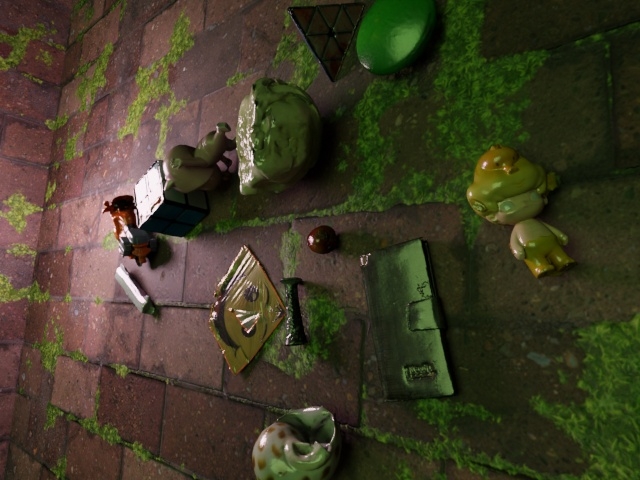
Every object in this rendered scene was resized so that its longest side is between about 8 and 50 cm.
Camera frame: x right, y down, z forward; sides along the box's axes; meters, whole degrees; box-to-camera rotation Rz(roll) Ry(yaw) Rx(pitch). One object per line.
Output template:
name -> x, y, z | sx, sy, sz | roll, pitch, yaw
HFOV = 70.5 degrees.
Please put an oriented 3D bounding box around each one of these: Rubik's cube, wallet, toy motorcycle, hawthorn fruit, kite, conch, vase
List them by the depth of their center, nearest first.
wallet -> 0.172, 0.163, 0.934 | 0.168, 0.044, 0.317 | -20, 70, 36
conch -> -0.059, 0.477, 1.008 | 0.274, 0.182, 0.149 | -10, 109, 42
hawthorn fruit -> 0.002, -0.001, 1.101 | 0.077, 0.077, 0.077 | -10, 75, 40
vase -> -0.068, 0.177, 1.137 | 0.059, 0.059, 0.167 | -20, 69, 38
Rubik's cube -> -0.010, -0.526, 1.227 | 0.178, 0.211, 0.191 | -145, 49, -62
kite -> -0.213, 0.194, 1.291 | 0.327, 0.013, 0.378 | -3, 78, 41
Rubik's cube -> -0.500, -0.137, 1.509 | 0.183, 0.167, 0.180 | -36, 58, 30
toy motorcycle -> -0.727, -0.049, 1.724 | 0.325, 0.147, 0.222 | 38, 129, 41

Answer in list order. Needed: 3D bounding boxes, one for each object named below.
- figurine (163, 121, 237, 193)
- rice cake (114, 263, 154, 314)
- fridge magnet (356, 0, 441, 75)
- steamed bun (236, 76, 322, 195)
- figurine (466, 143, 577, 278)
figurine -> -0.344, -0.237, 1.369 | 0.287, 0.186, 0.176 | -36, 28, 14
rice cake -> -0.697, 0.177, 1.701 | 0.290, 0.051, 0.081 | 33, 113, 39
fridge magnet -> 0.172, -0.476, 1.031 | 0.208, 0.088, 0.208 | -11, 73, 40
steamed bun -> -0.099, -0.260, 1.170 | 0.280, 0.207, 0.268 | 147, 122, -64
figurine -> 0.342, -0.054, 0.777 | 0.156, 0.131, 0.247 | -16, 66, 2
